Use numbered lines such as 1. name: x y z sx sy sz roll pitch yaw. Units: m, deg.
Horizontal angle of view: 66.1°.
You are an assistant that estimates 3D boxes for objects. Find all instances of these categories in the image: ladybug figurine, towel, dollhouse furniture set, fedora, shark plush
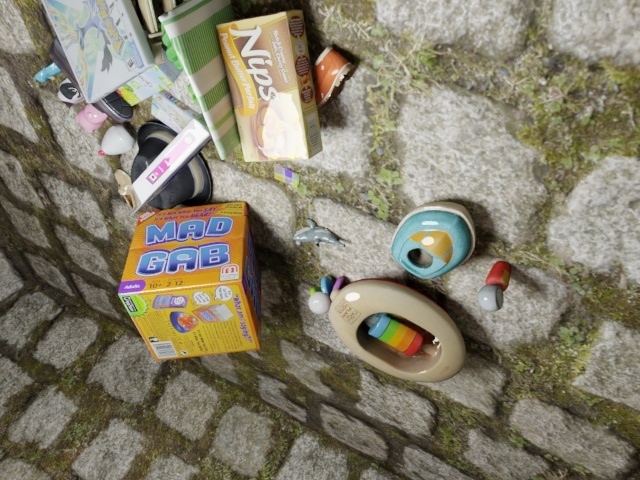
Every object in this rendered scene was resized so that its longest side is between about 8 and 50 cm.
1. ladybug figurine: 0.233 0.256 1.495 0.449 0.162 0.305 33 123 -6
2. towel: -0.232 -0.391 1.137 0.038 0.248 0.325 1 130 24
3. dollhouse furniture set: -0.423 -0.575 1.243 0.161 0.101 0.182 46 150 30
4. towel: -0.100 -0.189 1.441 0.083 0.009 0.060 26 141 14
5. fedora: -0.522 -0.214 1.626 0.334 0.152 0.334 21 141 18
6. shark plush: 0.000 0.000 1.516 0.161 0.067 0.073 26 141 14

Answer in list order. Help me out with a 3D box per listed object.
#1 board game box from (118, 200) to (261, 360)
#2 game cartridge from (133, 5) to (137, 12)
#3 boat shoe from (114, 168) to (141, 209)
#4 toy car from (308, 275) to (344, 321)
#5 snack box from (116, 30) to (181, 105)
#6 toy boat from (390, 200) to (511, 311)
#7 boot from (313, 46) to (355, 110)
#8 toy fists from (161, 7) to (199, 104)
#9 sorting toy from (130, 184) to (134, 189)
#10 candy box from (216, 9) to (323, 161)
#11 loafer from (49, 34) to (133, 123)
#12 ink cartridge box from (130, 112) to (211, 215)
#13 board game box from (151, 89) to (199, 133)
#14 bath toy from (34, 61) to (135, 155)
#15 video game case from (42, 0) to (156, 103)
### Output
1. board game box: -0.396 0.133 1.625 0.356 0.356 0.357 -6 134 -1
2. game cartridge: -0.630 -0.627 1.354 0.196 0.060 0.294 51 141 -12
3. boat shoe: -0.748 -0.193 1.901 0.063 0.059 0.170 5 133 34
4. toy car: 0.056 0.187 1.632 0.182 0.159 0.136 29 108 10
5. snack box: -0.518 -0.484 1.358 0.207 0.070 0.174 -11 138 37
6. toy boat: 0.334 0.045 1.238 0.318 0.148 0.267 33 143 5
7. boot: 0.011 -0.369 1.131 0.084 0.059 0.158 45 139 2
8. toy fists: -0.290 -0.434 1.218 0.096 0.142 0.279 -1 129 39
9. sorting toy: -0.658 -0.211 1.831 0.075 0.045 0.083 35 143 -11
10. candy box: -0.112 -0.347 1.135 0.183 0.087 0.316 3 115 26
11. loafer: -0.701 -0.482 1.506 0.095 0.109 0.302 -26 109 35
12. ink cartridge box: -0.412 -0.227 1.393 0.069 0.176 0.371 44 117 -12
13. board game box: -0.440 -0.382 1.487 0.154 0.026 0.103 36 143 1
14. bath toy: -0.761 -0.421 1.609 0.348 0.129 0.151 53 176 -17
15. video game case: -0.578 -0.554 1.247 0.300 0.036 0.329 -10 106 38
